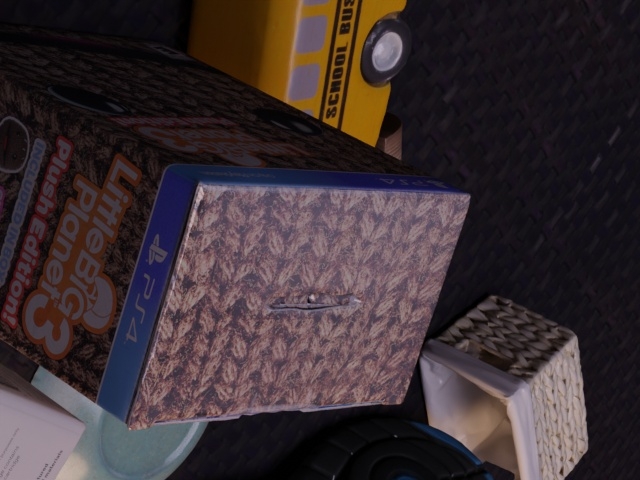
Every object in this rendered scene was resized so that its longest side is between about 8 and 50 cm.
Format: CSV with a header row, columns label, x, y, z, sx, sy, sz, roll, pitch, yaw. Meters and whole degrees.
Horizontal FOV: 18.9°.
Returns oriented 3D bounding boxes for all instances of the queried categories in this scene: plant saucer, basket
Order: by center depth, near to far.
label,x,y,z,sx,sy,sz,roll,pitch,yaw
plant saucer,-0.134,0.124,1.419,0.195,0.037,0.195,-26,130,-35
basket,0.168,0.145,1.711,0.103,0.113,0.167,-40,138,-28

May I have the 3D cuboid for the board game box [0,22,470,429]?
label,x,y,z,sx,sy,sz,roll,pitch,yaw
board game box,-0.104,-0.018,1.159,0.232,0.291,0.141,0,112,-49

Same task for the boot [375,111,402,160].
label,x,y,z,sx,sy,sz,roll,pitch,yaw
boot,0.000,0.000,1.452,0.197,0.073,0.152,-27,132,-46

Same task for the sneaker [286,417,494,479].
label,x,y,z,sx,sy,sz,roll,pitch,yaw
sneaker,0.002,0.250,1.610,0.341,0.125,0.139,-14,140,-38

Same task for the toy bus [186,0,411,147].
label,x,y,z,sx,sy,sz,roll,pitch,yaw
toy bus,-0.009,-0.200,1.304,0.130,0.108,0.332,-15,123,-41

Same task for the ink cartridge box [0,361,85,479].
label,x,y,z,sx,sy,sz,roll,pitch,yaw
ink cartridge box,-0.270,0.087,1.147,0.093,0.154,0.212,-58,143,-2
